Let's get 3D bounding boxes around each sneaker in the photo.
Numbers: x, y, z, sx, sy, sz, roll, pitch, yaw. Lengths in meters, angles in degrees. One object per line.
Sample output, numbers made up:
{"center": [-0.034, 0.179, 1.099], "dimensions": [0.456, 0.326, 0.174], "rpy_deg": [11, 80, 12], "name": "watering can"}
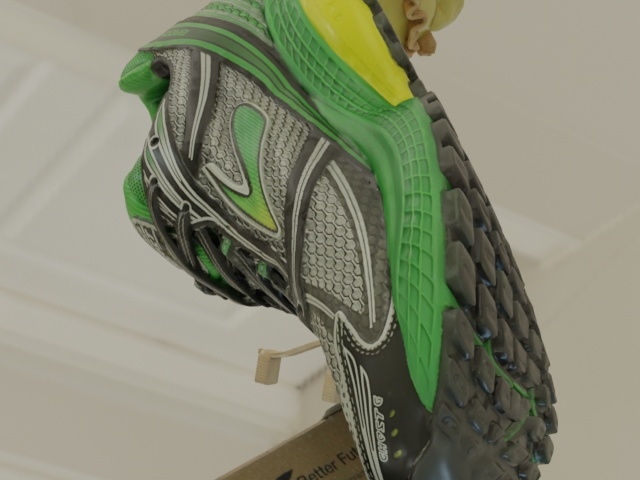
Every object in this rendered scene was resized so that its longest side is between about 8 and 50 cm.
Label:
{"center": [0.000, 0.000, 0.718], "dimensions": [0.146, 0.134, 0.343], "rpy_deg": [-27, 37, 3], "name": "sneaker"}

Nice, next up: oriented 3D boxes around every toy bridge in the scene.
{"center": [0.017, 0.129, 1.630], "dimensions": [0.188, 0.026, 0.063], "rpy_deg": [12, 96, 28], "name": "toy bridge"}

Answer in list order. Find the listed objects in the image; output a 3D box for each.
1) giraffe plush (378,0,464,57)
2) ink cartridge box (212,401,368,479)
{"center": [0.033, -0.213, 1.197], "dimensions": [0.210, 0.181, 0.170], "rpy_deg": [-109, 2, -56], "name": "giraffe plush"}
{"center": [-0.015, 0.195, 0.641], "dimensions": [0.193, 0.234, 0.088], "rpy_deg": [47, 137, 22], "name": "ink cartridge box"}
